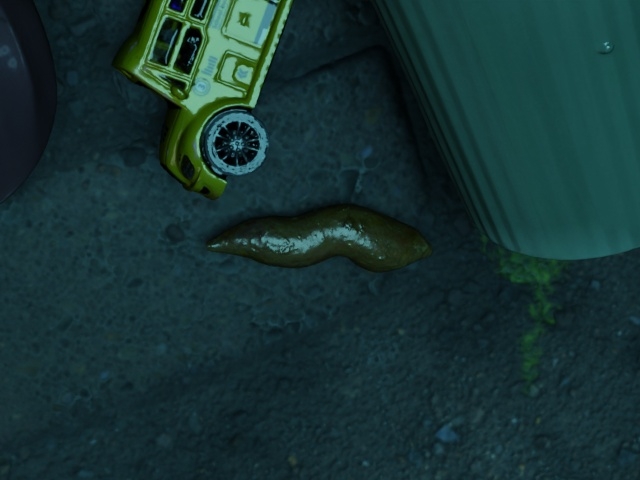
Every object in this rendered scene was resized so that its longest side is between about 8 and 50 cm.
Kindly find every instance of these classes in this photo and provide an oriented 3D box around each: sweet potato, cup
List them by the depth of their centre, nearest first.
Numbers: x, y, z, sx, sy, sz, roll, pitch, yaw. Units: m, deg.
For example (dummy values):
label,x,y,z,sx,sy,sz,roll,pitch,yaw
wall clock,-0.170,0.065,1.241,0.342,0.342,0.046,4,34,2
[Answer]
label,x,y,z,sx,sy,sz,roll,pitch,yaw
cup,0.230,-0.236,1.723,0.401,0.310,0.392,-36,130,-18
sweet potato,0.001,-0.003,1.874,0.218,0.051,0.065,3,101,-13

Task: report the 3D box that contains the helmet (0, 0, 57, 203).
label,x,y,z,sx,sy,sz,roll,pitch,yaw
helmet,-0.350,-0.145,1.646,0.271,0.197,0.338,-33,139,-12

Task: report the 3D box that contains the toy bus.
label,x,y,z,sx,sy,sz,roll,pitch,yaw
toy bus,-0.085,-0.209,1.776,0.151,0.145,0.331,20,92,-12
